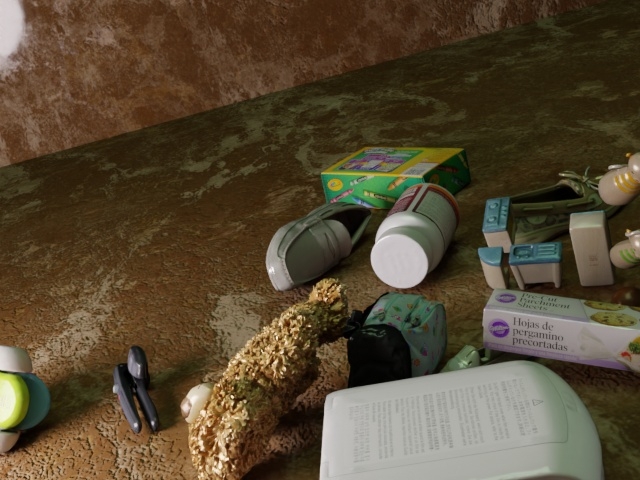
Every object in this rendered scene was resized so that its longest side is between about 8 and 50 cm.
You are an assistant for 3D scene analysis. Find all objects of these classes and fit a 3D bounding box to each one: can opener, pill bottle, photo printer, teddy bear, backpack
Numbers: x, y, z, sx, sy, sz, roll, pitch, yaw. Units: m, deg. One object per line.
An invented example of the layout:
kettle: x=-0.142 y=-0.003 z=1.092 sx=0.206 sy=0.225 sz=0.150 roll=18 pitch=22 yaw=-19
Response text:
can opener: x=-0.281 y=0.232 z=1.470 sx=0.059 sy=0.073 sz=0.186 roll=-10 pitch=29 yaw=-12
pill bottle: x=0.166 y=-0.009 z=1.712 sx=0.121 sy=0.121 sz=0.221 roll=-4 pitch=23 yaw=23
photo printer: x=0.155 y=0.243 z=1.094 sx=0.307 sy=0.107 sz=0.256 roll=-11 pitch=21 yaw=6
teddy bear: x=-0.078 y=0.171 z=1.300 sx=0.338 sy=0.113 sz=0.245 roll=-48 pitch=10 yaw=-28
backpack: x=0.106 y=0.147 z=1.351 sx=0.115 sy=0.152 sz=0.182 roll=12 pitch=26 yaw=19

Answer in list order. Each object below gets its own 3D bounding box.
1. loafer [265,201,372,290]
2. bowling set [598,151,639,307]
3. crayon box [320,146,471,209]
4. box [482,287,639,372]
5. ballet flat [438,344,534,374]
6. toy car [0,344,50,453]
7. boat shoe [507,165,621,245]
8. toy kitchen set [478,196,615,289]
loafer: x=0.000 y=0.000 z=1.809 sx=0.111 sy=0.112 sz=0.319 roll=-12 pitch=19 yaw=29
bowling set: x=0.494 y=0.028 z=1.343 sx=0.287 sy=0.200 sz=0.154 roll=26 pitch=-12 yaw=2
crayon box: x=0.160 y=-0.136 z=2.097 sx=0.278 sy=0.081 sz=0.165 roll=5 pitch=28 yaw=41
box: x=0.374 y=0.122 z=1.253 sx=0.323 sy=0.063 sz=0.067 roll=8 pitch=27 yaw=23
ballet flat: x=0.223 y=0.159 z=1.343 sx=0.168 sy=0.052 sz=0.057 roll=-21 pitch=22 yaw=-18
toy car: x=-0.489 y=0.240 z=1.496 sx=0.182 sy=0.159 sz=0.136 roll=2 pitch=-10 yaw=37
boat shoe: x=0.429 y=-0.068 z=1.741 sx=0.285 sy=0.089 sz=0.104 roll=-23 pitch=23 yaw=-23
toy kitchen set: x=0.359 y=-0.022 z=1.562 sx=0.207 sy=0.122 sz=0.166 roll=-5 pitch=40 yaw=21
